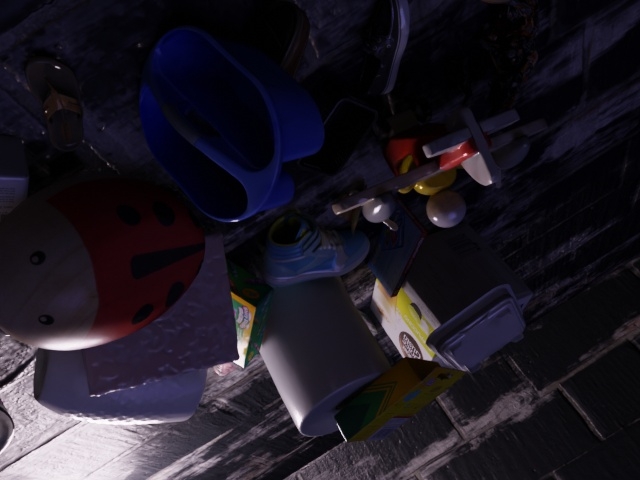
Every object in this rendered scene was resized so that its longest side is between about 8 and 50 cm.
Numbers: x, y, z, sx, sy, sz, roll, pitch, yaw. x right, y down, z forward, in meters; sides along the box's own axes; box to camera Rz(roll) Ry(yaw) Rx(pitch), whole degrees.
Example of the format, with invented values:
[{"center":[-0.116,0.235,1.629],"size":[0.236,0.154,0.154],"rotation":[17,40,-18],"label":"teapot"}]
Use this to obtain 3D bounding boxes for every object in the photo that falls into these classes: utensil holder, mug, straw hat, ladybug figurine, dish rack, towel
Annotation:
[{"center":[-0.006,0.311,1.491],"size":[0.328,0.385,0.327],"rotation":[-20,142,-16],"label":"utensil holder"},{"center":[-0.458,0.240,1.200],"size":[0.328,0.276,0.373],"rotation":[10,98,-35],"label":"mug"},{"center":[0.074,-0.087,1.343],"size":[0.061,0.144,0.144],"rotation":[16,134,1],"label":"straw hat"},{"center":[-0.356,0.031,0.929],"size":[0.449,0.162,0.304],"rotation":[-32,120,-61],"label":"ladybug figurine"},{"center":[0.471,0.276,1.502],"size":[0.286,0.072,0.333],"rotation":[-37,142,8],"label":"dish rack"},{"center":[-0.352,0.142,1.123],"size":[0.332,0.316,0.053],"rotation":[-6,171,-33],"label":"towel"}]

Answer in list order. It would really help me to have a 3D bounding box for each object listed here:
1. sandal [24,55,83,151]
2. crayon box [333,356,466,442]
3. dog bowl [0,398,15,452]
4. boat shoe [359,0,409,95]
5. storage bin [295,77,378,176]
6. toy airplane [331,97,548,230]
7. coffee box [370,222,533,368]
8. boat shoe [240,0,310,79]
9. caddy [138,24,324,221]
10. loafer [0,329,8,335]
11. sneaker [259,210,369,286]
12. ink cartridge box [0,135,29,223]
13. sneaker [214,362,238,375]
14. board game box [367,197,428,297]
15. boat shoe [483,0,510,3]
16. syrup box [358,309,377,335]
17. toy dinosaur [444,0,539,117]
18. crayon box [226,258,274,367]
[{"center":[-0.420,-0.211,0.834],"size":[0.072,0.049,0.180],"rotation":[-15,141,-23],"label":"sandal"},{"center":[0.214,0.410,1.372],"size":[0.318,0.081,0.202],"rotation":[-44,144,17],"label":"crayon box"},{"center":[-0.905,0.399,1.118],"size":[0.408,0.150,0.407],"rotation":[-21,143,-17],"label":"dog bowl"},{"center":[0.113,-0.382,1.018],"size":[0.076,0.080,0.228],"rotation":[-21,151,-18],"label":"boat shoe"},{"center":[0.019,-0.239,1.106],"size":[0.122,0.084,0.180],"rotation":[9,127,-43],"label":"storage bin"},{"center":[0.261,-0.150,1.089],"size":[0.384,0.386,0.272],"rotation":[-44,121,-52],"label":"toy airplane"},{"center":[0.408,0.203,1.714],"size":[0.339,0.337,0.334],"rotation":[-18,142,-20],"label":"coffee box"},{"center":[-0.099,-0.290,0.949],"size":[0.105,0.110,0.307],"rotation":[-7,147,-46],"label":"boat shoe"},{"center":[-0.162,-0.187,0.833],"size":[0.179,0.341,0.241],"rotation":[-17,145,-51],"label":"caddy"},{"center":[-0.667,0.110,1.012],"size":[0.087,0.094,0.251],"rotation":[-37,154,-3],"label":"loafer"},{"center":[0.000,0.000,1.345],"size":[0.319,0.127,0.208],"rotation":[-17,144,-21],"label":"sneaker"},{"center":[-0.609,-0.034,0.845],"size":[0.202,0.117,0.278],"rotation":[-1,134,-37],"label":"ink cartridge box"},{"center":[-0.313,0.393,1.643],"size":[0.070,0.051,0.134],"rotation":[-34,149,-6],"label":"sneaker"},{"center":[0.221,0.027,1.527],"size":[0.027,0.145,0.281],"rotation":[-14,141,-28],"label":"board game box"},{"center":[0.247,-0.524,0.910],"size":[0.342,0.123,0.123],"rotation":[5,132,-33],"label":"boat shoe"},{"center":[0.077,0.355,1.856],"size":[0.237,0.096,0.093],"rotation":[-41,146,11],"label":"syrup box"},{"center":[0.431,-0.404,1.177],"size":[0.218,0.164,0.322],"rotation":[-43,125,-12],"label":"toy dinosaur"},{"center":[-0.228,0.194,1.356],"size":[0.081,0.165,0.278],"rotation":[-46,161,-44],"label":"crayon box"}]
